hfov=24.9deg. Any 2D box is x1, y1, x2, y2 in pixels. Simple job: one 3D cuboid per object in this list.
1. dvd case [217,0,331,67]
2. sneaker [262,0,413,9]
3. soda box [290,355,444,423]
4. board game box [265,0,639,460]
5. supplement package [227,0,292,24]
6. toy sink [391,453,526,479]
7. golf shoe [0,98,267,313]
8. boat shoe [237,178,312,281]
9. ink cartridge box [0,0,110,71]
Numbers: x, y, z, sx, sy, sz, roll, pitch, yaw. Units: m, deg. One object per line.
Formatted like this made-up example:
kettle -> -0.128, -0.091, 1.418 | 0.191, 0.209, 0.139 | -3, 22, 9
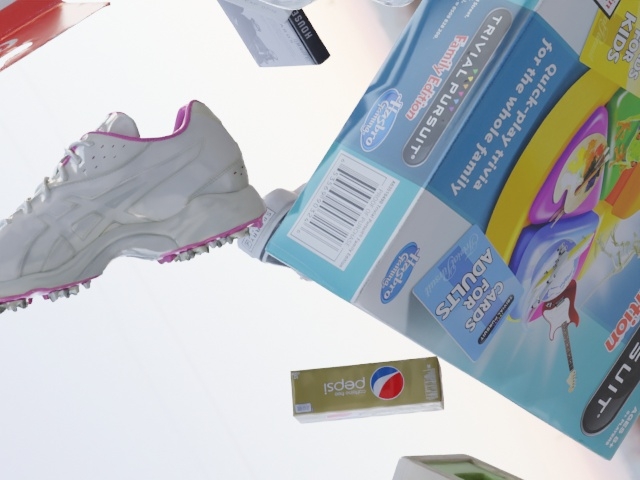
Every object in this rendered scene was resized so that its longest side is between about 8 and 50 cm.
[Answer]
dvd case -> -0.081, -0.307, 1.900 | 0.179, 0.029, 0.239 | 57, 166, -16
sneaker -> -0.019, -0.206, 1.002 | 0.094, 0.080, 0.212 | 9, -177, -35
soda box -> 0.058, 0.182, 1.758 | 0.061, 0.181, 0.058 | 62, -157, -71
board game box -> 0.152, -0.027, 0.896 | 0.079, 0.254, 0.336 | 32, 179, 41
supplement package -> -0.049, -0.337, 1.511 | 0.105, 0.105, 0.179 | 128, 160, -61
toy sink -> 0.198, 0.321, 1.538 | 0.234, 0.131, 0.153 | 21, -174, 35
golf shoe -> -0.201, -0.026, 1.213 | 0.115, 0.306, 0.140 | -8, 100, 66
boat shoe -> 0.000, 0.000, 1.735 | 0.119, 0.121, 0.335 | 37, -163, 8
ink cartridge box -> -0.269, -0.136, 0.979 | 0.225, 0.181, 0.056 | 10, 133, 56
